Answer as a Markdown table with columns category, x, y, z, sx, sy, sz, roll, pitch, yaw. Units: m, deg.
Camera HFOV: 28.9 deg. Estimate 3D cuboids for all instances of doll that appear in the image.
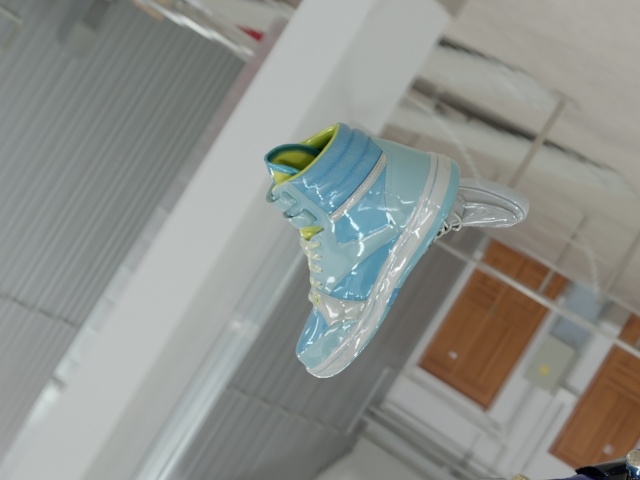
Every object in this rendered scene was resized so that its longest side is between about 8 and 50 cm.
| category | x | y | z | sx | sy | sz | roll | pitch | yaw |
| --- | --- | --- | --- | --- | --- | --- | --- | --- | --- |
| doll | 0.250 | 0.221 | 1.121 | 0.189 | 0.129 | 0.046 | -6 | -124 | -31 |

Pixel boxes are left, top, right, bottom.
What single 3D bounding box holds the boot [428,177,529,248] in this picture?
| category | x | y | z | sx | sy | sz | roll | pitch | yaw |
| --- | --- | --- | --- | --- | --- | --- | --- | --- | --- |
| boot | 0.175 | -0.027 | 1.856 | 0.258 | 0.123 | 0.095 | 7 | 146 | 15 |

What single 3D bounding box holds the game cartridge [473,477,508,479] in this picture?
| category | x | y | z | sx | sy | sz | roll | pitch | yaw |
| --- | --- | --- | --- | --- | --- | --- | --- | --- | --- |
| game cartridge | 0.210 | 0.394 | 1.369 | 0.062 | 0.198 | 0.297 | -4 | -163 | -3 |

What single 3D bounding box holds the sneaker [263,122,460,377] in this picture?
| category | x | y | z | sx | sy | sz | roll | pitch | yaw |
| --- | --- | --- | --- | --- | --- | --- | --- | --- | --- |
| sneaker | 0.000 | 0.000 | 1.437 | 0.208 | 0.319 | 0.127 | 25 | -157 | -12 |
